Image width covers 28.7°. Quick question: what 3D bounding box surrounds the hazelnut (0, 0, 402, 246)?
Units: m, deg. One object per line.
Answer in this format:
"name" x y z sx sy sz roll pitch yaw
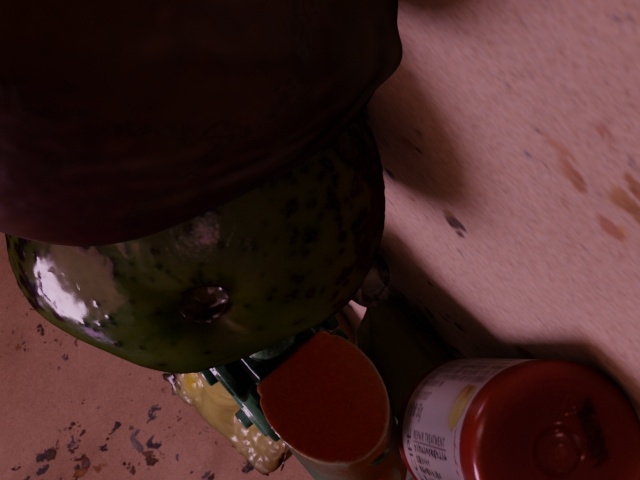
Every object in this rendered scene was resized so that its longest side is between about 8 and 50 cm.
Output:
"hazelnut" -0.071 -0.100 0.484 0.229 0.229 0.229 45 170 10

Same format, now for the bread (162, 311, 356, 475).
"bread" -0.056 0.112 1.311 0.204 0.163 0.262 44 147 22

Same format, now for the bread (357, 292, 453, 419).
"bread" 0.067 0.105 1.048 0.149 0.065 0.187 44 173 42

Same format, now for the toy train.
"toy train" 0.001 0.126 0.965 0.177 0.116 0.285 48 171 19

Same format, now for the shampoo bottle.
"shampoo bottle" 0.113 0.130 0.830 0.104 0.104 0.278 47 170 -2

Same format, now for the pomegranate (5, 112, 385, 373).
"pomegranate" -0.070 -0.047 0.724 0.214 0.214 0.247 56 -157 -43

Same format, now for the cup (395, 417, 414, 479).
"cup" 0.075 0.221 1.325 0.120 0.120 0.141 41 176 31

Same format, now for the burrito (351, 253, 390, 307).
"burrito" -0.001 0.001 0.964 0.188 0.045 0.058 33 165 50
